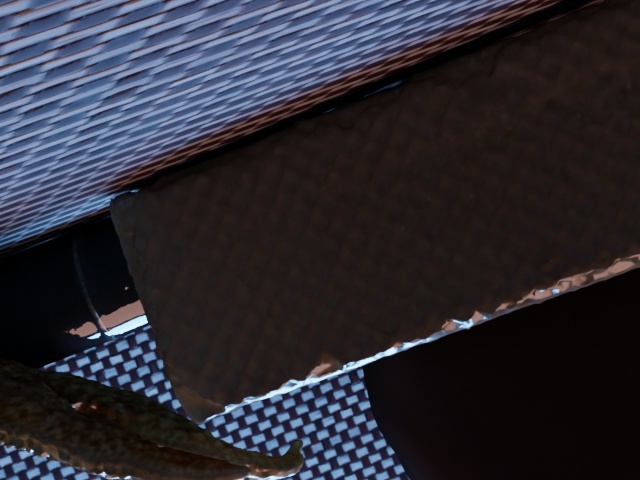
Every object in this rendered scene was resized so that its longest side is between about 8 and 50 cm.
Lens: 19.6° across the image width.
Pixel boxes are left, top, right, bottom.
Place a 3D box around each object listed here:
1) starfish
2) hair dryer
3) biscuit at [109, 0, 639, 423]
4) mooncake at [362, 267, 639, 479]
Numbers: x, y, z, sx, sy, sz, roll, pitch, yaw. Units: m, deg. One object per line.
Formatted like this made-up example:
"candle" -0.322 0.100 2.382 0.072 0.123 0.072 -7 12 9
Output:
"starfish" -0.190 0.114 1.044 0.327 0.094 0.375 -6 -178 -34
"hair dryer" -0.143 0.019 1.188 0.124 0.071 0.219 -20 -172 6
"biscuit" 0.100 -0.036 0.942 0.426 0.144 0.078 -20 178 18
"mooncake" 0.193 0.028 1.087 0.334 0.326 0.174 8 168 5
